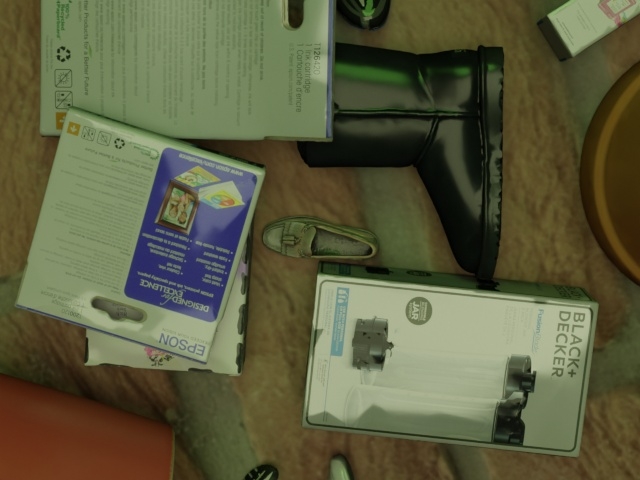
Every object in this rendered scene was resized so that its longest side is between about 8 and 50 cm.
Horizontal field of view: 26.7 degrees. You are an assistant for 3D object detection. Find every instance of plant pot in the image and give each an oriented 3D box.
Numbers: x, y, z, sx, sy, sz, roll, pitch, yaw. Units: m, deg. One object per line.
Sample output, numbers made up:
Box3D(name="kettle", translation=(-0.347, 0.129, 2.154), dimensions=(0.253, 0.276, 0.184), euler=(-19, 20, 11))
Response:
Box3D(name="plant pot", translation=(0.418, -0.062, 1.322), dimensions=(0.291, 0.203, 0.291), euler=(0, 96, 0))
Box3D(name="plant pot", translation=(-0.279, 0.268, 1.352), dimensions=(0.243, 0.275, 0.275), euler=(8, 97, -9))

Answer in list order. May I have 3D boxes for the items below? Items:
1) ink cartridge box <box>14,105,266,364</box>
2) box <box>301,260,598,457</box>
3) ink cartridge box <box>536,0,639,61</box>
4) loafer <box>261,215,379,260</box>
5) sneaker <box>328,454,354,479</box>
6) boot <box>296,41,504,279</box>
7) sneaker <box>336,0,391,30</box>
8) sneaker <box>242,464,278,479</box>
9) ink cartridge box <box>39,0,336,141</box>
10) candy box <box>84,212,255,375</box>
Box3D(name="ink cartridge box", translation=(-0.179, -0.005, 1.341), dimensions=(0.206, 0.045, 0.208), euler=(18, 100, 0))
Box3D(name="box", translation=(0.131, 0.120, 1.404), dimensions=(0.290, 0.087, 0.169), euler=(7, 97, 0))
Box3D(name="ink cartridge box", translation=(0.287, -0.236, 1.360), dimensions=(0.122, 0.088, 0.052), euler=(-32, 92, 4))
Box3D(name="loafer", translation=(0.000, 0.000, 1.415), dimensions=(0.125, 0.039, 0.045), euler=(6, 97, 0))
Box3D(name="sneaker", translation=(0.011, 0.305, 1.444), dimensions=(0.061, 0.054, 0.152), euler=(-1, 97, 4))
Box3D(name="boot", translation=(0.083, -0.082, 1.380), dimensions=(0.207, 0.094, 0.246), euler=(0, 104, 6))
Box3D(name="sneaker", translation=(0.038, -0.306, 1.360), dimensions=(0.067, 0.078, 0.188), euler=(-2, 97, 1))
Box3D(name="sneaker", translation=(-0.074, 0.290, 1.455), dimensions=(0.044, 0.040, 0.109), euler=(31, 100, -19))
Box3D(name="ink cartridge box", translation=(-0.130, -0.251, 1.354), dimensions=(0.307, 0.072, 0.303), euler=(2, 95, 9))
Box3D(name="candy box", translation=(-0.155, 0.035, 1.406), dimensions=(0.165, 0.070, 0.196), euler=(4, 96, 0))
